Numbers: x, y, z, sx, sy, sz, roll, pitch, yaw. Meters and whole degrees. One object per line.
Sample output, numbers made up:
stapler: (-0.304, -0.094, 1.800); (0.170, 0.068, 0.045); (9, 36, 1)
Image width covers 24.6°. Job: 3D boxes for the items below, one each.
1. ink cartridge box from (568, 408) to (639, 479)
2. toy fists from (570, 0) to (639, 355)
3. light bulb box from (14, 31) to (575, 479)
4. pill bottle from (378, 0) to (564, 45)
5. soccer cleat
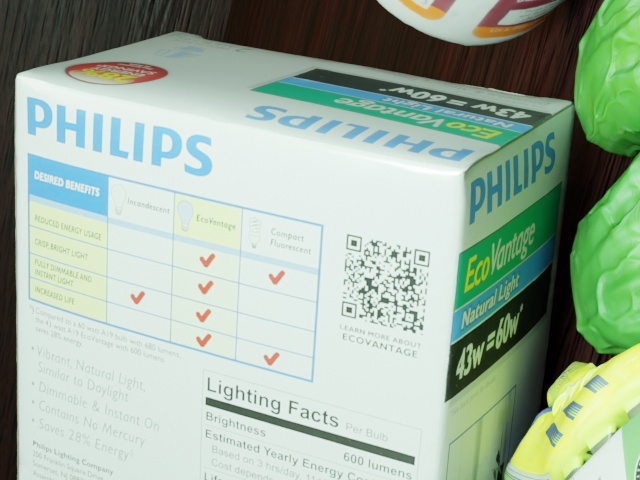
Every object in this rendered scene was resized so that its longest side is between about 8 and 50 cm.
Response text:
ink cartridge box: (0.197, 0.235, 0.838); (0.278, 0.117, 0.201); (119, 157, -49)
toy fists: (0.230, -0.059, 0.979); (0.142, 0.096, 0.279); (108, 168, -73)
light bulb box: (-0.025, 0.057, 1.107); (0.225, 0.358, 0.361); (-31, -50, -58)
pill bottle: (0.175, -0.330, 1.120); (0.392, 0.224, 0.224); (134, 144, -63)
soccer cleat: (0.180, 0.119, 0.967); (0.289, 0.093, 0.121); (106, 161, -58)
